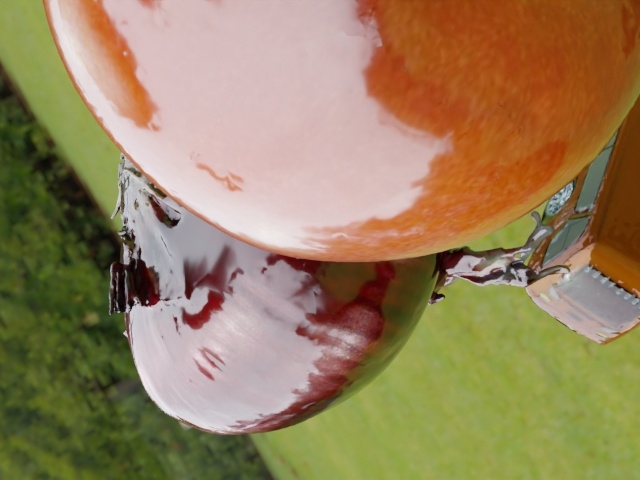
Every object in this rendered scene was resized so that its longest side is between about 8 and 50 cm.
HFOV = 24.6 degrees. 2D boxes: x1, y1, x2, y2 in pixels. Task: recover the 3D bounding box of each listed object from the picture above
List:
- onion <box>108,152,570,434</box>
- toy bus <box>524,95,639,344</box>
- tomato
[{"bbox_3d":[0.000,0.000,0.931,0.285,0.273,0.273,18,-173,-20],"label":"onion"},{"bbox_3d":[0.254,-0.114,1.106,0.093,0.409,0.092,32,150,-16],"label":"toy bus"},{"bbox_3d":[0.012,-0.116,0.601,0.224,0.256,0.256,-34,82,39],"label":"tomato"}]
